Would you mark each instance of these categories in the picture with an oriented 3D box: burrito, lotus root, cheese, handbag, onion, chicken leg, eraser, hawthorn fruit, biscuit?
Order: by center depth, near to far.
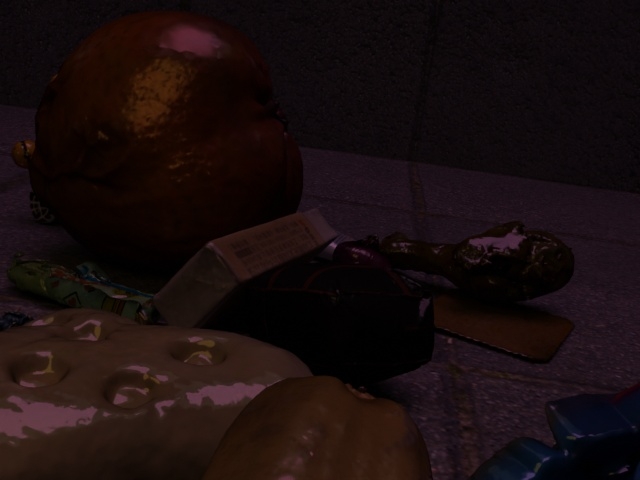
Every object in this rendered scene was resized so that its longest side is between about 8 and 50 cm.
[{"bbox_3d":[-0.016,0.221,0.459,0.169,0.151,0.342,24,33,1],"label":"lotus root"},{"bbox_3d":[-0.193,0.168,0.614,0.351,0.129,0.328,11,13,19],"label":"cheese"},{"bbox_3d":[0.023,0.105,0.894,0.169,0.155,0.215,-1,0,-37],"label":"handbag"},{"bbox_3d":[-0.337,0.071,1.043,0.288,0.054,0.104,14,16,23],"label":"burrito"},{"bbox_3d":[-0.099,0.039,1.082,0.078,0.144,0.343,51,25,7],"label":"eraser"},{"bbox_3d":[0.293,0.135,1.191,0.232,0.013,0.237,16,16,27],"label":"biscuit"},{"bbox_3d":[-0.264,-0.158,1.197,0.472,0.471,0.472,7,15,-2],"label":"hawthorn fruit"},{"bbox_3d":[0.263,0.041,1.266,0.361,0.140,0.211,2,-9,21],"label":"chicken leg"},{"bbox_3d":[0.077,0.036,1.281,0.115,0.104,0.115,22,7,-3],"label":"onion"}]

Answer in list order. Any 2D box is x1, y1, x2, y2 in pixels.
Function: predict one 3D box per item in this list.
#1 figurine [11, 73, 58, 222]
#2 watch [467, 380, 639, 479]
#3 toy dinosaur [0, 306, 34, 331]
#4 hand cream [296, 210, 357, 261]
[{"bbox_3d":[-0.457,-0.196,1.447,0.320,0.323,0.196,2,17,-23],"label":"figurine"},{"bbox_3d":[0.247,0.234,0.456,0.305,0.241,0.274,1,30,-23],"label":"watch"},{"bbox_3d":[-0.405,0.111,0.908,0.047,0.030,0.083,10,14,13],"label":"toy dinosaur"},{"bbox_3d":[0.000,0.000,1.452,0.248,0.083,0.133,22,19,12],"label":"hand cream"}]
